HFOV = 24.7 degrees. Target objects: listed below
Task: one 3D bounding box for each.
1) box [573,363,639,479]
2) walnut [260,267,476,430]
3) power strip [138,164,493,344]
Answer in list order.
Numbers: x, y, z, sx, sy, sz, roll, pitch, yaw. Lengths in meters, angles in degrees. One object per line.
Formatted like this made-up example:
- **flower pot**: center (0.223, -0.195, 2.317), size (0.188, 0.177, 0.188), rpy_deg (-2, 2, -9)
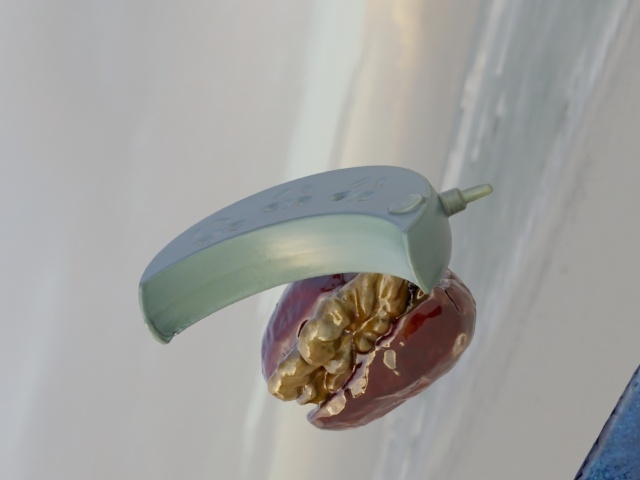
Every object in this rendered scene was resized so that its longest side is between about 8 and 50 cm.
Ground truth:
- **box**: center (0.317, 0.261, 1.109), size (0.261, 0.279, 0.116), rpy_deg (-57, -36, -17)
- **walnut**: center (0.042, 0.116, 1.754), size (0.269, 0.222, 0.244), rpy_deg (-52, -10, 22)
- **power strip**: center (0.000, 0.000, 1.053), size (0.167, 0.253, 0.054), rpy_deg (-67, -40, -60)
